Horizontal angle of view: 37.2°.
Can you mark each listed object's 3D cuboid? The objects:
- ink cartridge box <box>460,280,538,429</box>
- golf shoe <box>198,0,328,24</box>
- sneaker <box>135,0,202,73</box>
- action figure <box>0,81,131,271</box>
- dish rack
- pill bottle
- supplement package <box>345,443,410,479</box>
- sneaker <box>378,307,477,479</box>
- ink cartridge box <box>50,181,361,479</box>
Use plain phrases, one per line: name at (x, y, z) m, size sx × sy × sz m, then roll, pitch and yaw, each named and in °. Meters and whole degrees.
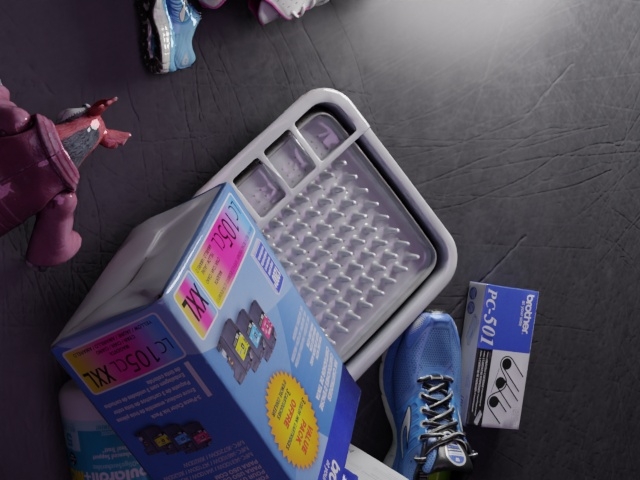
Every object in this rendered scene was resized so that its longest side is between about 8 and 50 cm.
ink cartridge box at (0.255, 0.169, 1.395) m, size 0.097 × 0.046 × 0.207 m, roll 9°, pitch 89°, yaw -25°
golf shoe at (-0.023, -0.340, 1.224) m, size 0.306 × 0.115 × 0.140 m, roll 6°, pitch 101°, yaw -18°
sneaker at (-0.186, -0.289, 1.180) m, size 0.073 × 0.063 × 0.162 m, roll -10°, pitch 103°, yaw -38°
action figure at (-0.374, -0.057, 0.999) m, size 0.370 × 0.276 × 0.248 m, roll -32°, pitch 99°, yaw -5°
dish rack at (0.000, 0.000, 1.261) m, size 0.285 × 0.072 × 0.333 m, roll -45°, pitch 108°, yaw -16°
pill bottle at (-0.221, 0.288, 1.138) m, size 0.146 × 0.146 × 0.264 m, roll -11°, pitch 97°, yaw -23°
supplement package at (0.015, 0.391, 1.220) m, size 0.203 × 0.194 × 0.149 m, roll -24°, pitch 102°, yaw -20°
sneaker at (0.161, 0.258, 1.304) m, size 0.129 × 0.147 × 0.330 m, roll 0°, pitch 92°, yaw -24°
ink cartridge box at (-0.091, 0.172, 1.081) m, size 0.151 × 0.270 × 0.395 m, roll -22°, pitch 113°, yaw 21°
